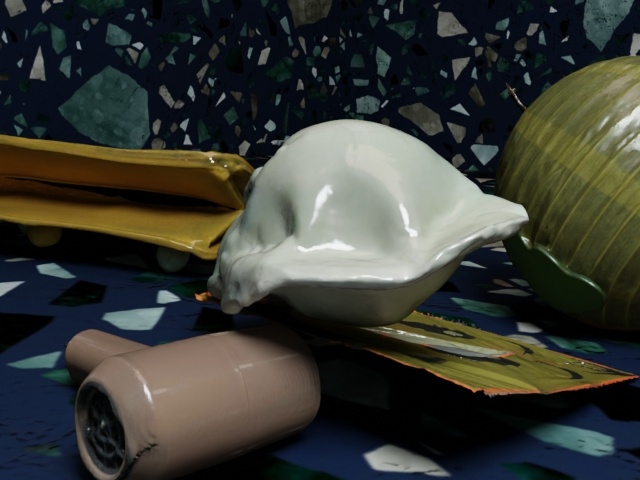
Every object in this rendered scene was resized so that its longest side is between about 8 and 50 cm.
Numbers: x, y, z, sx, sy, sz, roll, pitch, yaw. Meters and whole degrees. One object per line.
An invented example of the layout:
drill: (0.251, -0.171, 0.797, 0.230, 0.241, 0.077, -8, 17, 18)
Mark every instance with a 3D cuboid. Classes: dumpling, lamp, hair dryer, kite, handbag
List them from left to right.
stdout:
handbag: (-0.265, -0.050, 0.862, 0.401, 0.133, 0.283, 5, 5, 8)
hair dryer: (-0.101, 0.078, 0.398, 0.182, 0.064, 0.117, 2, 6, 44)
dumpling: (0.000, 0.000, 0.418, 0.151, 0.124, 0.229, -31, 17, -27)
kite: (0.075, 0.067, 0.515, 0.327, 0.013, 0.377, 10, 1, -3)
lamp: (0.260, -0.056, 0.649, 0.250, 0.250, 0.284, -6, 42, -42)

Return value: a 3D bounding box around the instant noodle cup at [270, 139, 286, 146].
instant noodle cup: (0.014, -0.110, 1.277, 0.208, 0.125, 0.177, 9, 12, 27)
